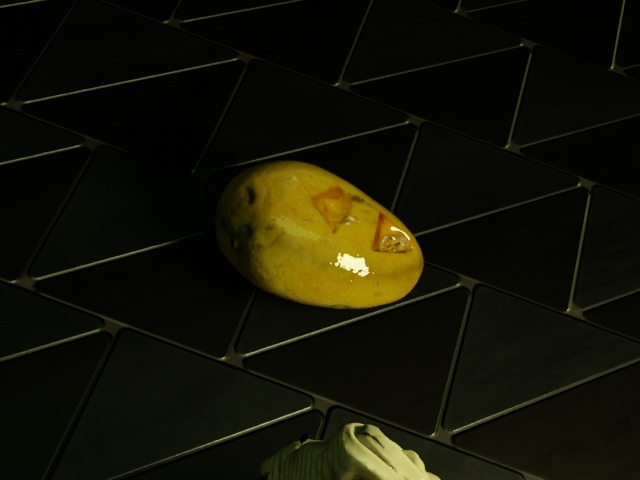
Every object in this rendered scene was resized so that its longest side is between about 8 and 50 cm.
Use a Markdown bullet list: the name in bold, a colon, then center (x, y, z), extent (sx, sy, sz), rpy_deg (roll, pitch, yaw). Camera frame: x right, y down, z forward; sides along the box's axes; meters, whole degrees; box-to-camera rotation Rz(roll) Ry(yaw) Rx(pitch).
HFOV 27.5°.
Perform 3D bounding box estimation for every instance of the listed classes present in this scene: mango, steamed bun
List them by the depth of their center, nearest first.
- **steamed bun**: center (0.071, 0.407, 1.754), extent (0.237, 0.347, 0.394), rpy_deg (14, 22, -24)
- **mango**: center (0.000, 0.000, 2.180), extent (0.364, 0.182, 0.253), rpy_deg (21, 44, -14)
